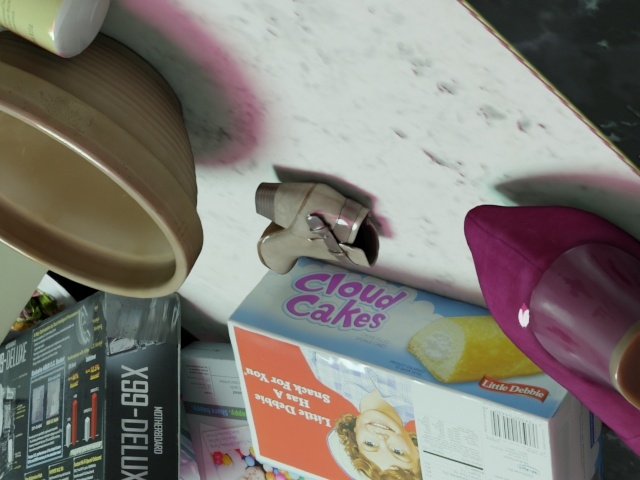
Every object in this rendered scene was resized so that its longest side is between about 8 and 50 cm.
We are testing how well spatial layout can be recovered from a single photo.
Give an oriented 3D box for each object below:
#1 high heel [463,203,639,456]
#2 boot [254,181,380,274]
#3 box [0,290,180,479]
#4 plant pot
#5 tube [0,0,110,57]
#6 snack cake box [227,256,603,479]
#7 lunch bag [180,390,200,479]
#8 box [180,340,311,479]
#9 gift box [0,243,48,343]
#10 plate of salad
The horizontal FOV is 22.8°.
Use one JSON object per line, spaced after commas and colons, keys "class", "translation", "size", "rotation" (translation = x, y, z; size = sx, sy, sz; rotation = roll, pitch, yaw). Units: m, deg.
{"class": "high heel", "translation": [0.243, 0.096, 1.019], "size": [0.377, 0.127, 0.181], "rotation": [44, -179, -38]}
{"class": "boot", "translation": [0.000, 0.000, 1.121], "size": [0.087, 0.042, 0.118], "rotation": [18, 154, 19]}
{"class": "box", "translation": [-0.228, 0.193, 1.478], "size": [0.076, 0.243, 0.307], "rotation": [8, 162, -29]}
{"class": "plant pot", "translation": [-0.172, -0.071, 1.084], "size": [0.237, 0.110, 0.237], "rotation": [23, 156, 11]}
{"class": "tube", "translation": [-0.246, -0.188, 1.003], "size": [0.240, 0.062, 0.070], "rotation": [28, 116, 15]}
{"class": "snack cake box", "translation": [0.071, 0.121, 1.175], "size": [0.264, 0.089, 0.152], "rotation": [15, 135, 27]}
{"class": "lunch bag", "translation": [-0.137, 0.212, 1.605], "size": [0.224, 0.108, 0.279], "rotation": [39, 154, -21]}
{"class": "box", "translation": [-0.048, 0.184, 1.406], "size": [0.145, 0.038, 0.186], "rotation": [2, 112, 35]}
{"class": "gift box", "translation": [-0.395, 0.003, 1.293], "size": [0.276, 0.258, 0.255], "rotation": [13, 151, 30]}
{"class": "plate of salad", "translation": [-0.317, 0.047, 1.553], "size": [0.199, 0.048, 0.200], "rotation": [25, 156, 12]}
